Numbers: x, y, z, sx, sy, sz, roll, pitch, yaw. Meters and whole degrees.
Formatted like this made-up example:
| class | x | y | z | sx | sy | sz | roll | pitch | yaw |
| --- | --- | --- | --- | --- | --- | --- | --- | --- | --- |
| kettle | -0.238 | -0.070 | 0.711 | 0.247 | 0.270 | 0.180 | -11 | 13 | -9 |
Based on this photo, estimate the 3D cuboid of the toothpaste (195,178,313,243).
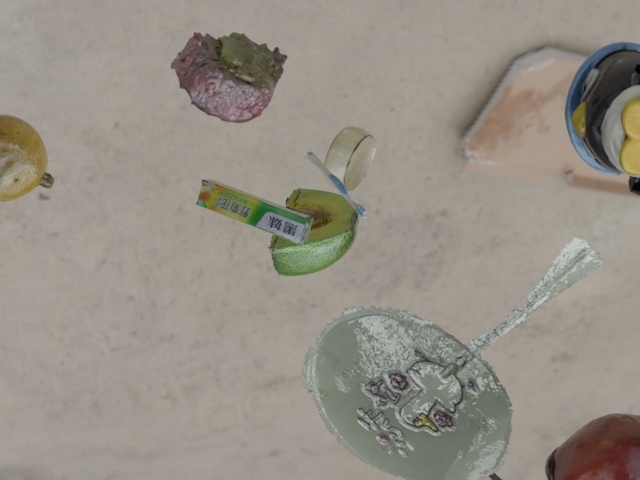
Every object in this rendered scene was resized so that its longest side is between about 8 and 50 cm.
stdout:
| class | x | y | z | sx | sy | sz | roll | pitch | yaw |
| --- | --- | --- | --- | --- | --- | --- | --- | --- | --- |
| toothpaste | -0.099 | -0.045 | 1.564 | 0.037 | 0.178 | 0.043 | -12 | 121 | -72 |

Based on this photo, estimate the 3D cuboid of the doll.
| class | x | y | z | sx | sy | sz | roll | pitch | yaw |
| --- | --- | --- | --- | --- | --- | --- | --- | --- | --- |
| doll | 0.389 | -0.161 | 1.337 | 0.141 | 0.314 | 0.177 | 1 | 105 | 8 |

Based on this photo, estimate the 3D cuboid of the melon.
| class | x | y | z | sx | sy | sz | roll | pitch | yaw |
| --- | --- | --- | --- | --- | --- | --- | --- | --- | --- |
| melon | 0.000 | 0.000 | 2.196 | 0.169 | 0.265 | 0.129 | -1 | 118 | 12 |

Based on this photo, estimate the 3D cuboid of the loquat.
| class | x | y | z | sx | sy | sz | roll | pitch | yaw |
| --- | --- | --- | --- | --- | --- | --- | --- | --- | --- |
| loquat | -0.609 | -0.155 | 2.027 | 0.204 | 0.149 | 0.172 | 25 | 98 | -31 |

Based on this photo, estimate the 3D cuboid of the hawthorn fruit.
| class | x | y | z | sx | sy | sz | roll | pitch | yaw |
| --- | --- | --- | --- | --- | --- | --- | --- | --- | --- |
| hawthorn fruit | 0.515 | 0.385 | 1.752 | 0.215 | 0.215 | 0.250 | 7 | 136 | -29 |

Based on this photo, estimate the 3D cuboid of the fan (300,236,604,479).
| class | x | y | z | sx | sy | sz | roll | pitch | yaw |
| --- | --- | --- | --- | --- | --- | --- | --- | --- | --- |
| fan | 0.135 | 0.121 | 1.027 | 0.233 | 0.012 | 0.415 | 43 | 132 | -2 |

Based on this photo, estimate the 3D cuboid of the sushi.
| class | x | y | z | sx | sy | sz | roll | pitch | yaw |
| --- | --- | --- | --- | --- | --- | --- | --- | --- | --- |
| sushi | -0.131 | -0.273 | 1.776 | 0.241 | 0.161 | 0.107 | 5 | 135 | -46 |

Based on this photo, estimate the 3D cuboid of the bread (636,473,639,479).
| class | x | y | z | sx | sy | sz | roll | pitch | yaw |
| --- | --- | --- | --- | --- | --- | --- | --- | --- | --- |
| bread | 0.427 | 0.282 | 1.086 | 0.077 | 0.139 | 0.271 | 6 | 157 | -20 |

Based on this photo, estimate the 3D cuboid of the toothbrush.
| class | x | y | z | sx | sy | sz | roll | pitch | yaw |
| --- | --- | --- | --- | --- | --- | --- | --- | --- | --- |
| toothbrush | 0.023 | -0.085 | 1.579 | 0.014 | 0.162 | 0.017 | -23 | 139 | -23 |

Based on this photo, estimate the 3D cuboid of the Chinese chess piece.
| class | x | y | z | sx | sy | sz | roll | pitch | yaw |
| --- | --- | --- | --- | --- | --- | --- | --- | --- | --- |
| Chinese chess piece | 0.054 | -0.151 | 1.929 | 0.122 | 0.051 | 0.122 | -51 | 157 | -33 |

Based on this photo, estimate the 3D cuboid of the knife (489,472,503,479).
| class | x | y | z | sx | sy | sz | roll | pitch | yaw |
| --- | --- | --- | --- | --- | --- | --- | --- | --- | --- |
| knife | 0.266 | 0.358 | 1.529 | 0.023 | 0.170 | 0.010 | 7 | 117 | -47 |
